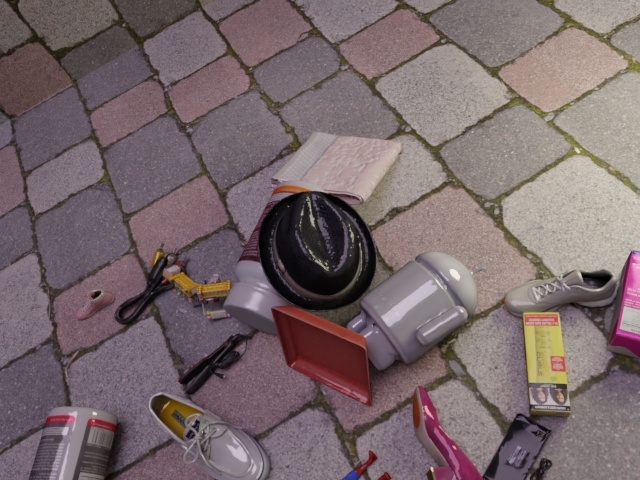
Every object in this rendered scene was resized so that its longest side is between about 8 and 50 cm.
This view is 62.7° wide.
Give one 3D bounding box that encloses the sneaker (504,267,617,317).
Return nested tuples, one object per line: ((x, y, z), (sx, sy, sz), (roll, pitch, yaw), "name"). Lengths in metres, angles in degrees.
((0.578, 0.113, 1.268), (0.262, 0.121, 0.099), (-13, 56, 10), "sneaker")

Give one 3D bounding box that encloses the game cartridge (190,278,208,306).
((-0.374, 0.162, 1.605), (0.056, 0.017, 0.083), (-16, 56, 4), "game cartridge")

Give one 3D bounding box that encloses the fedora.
((0.000, 0.000, 1.289), (0.334, 0.152, 0.334), (3, 67, -6), "fedora")

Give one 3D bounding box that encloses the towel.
((0.052, -0.235, 1.618), (0.317, 0.053, 0.332), (13, 43, 24), "towel")

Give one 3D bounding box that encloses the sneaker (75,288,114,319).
((-0.730, 0.197, 1.664), (0.134, 0.070, 0.051), (-30, 58, 0), "sneaker")

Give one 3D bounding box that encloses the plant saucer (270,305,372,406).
((0.015, 0.271, 1.281), (0.258, 0.259, 0.048), (19, 50, 27), "plant saucer")

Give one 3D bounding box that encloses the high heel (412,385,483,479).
((0.286, 0.447, 1.198), (0.117, 0.082, 0.244), (-1, 46, -9), "high heel")

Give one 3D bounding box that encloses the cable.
((-0.519, 0.151, 1.652), (0.139, 0.072, 0.287), (28, 83, 12), "cable")

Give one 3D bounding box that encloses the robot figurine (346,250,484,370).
((0.240, 0.163, 1.296), (0.353, 0.200, 0.300), (-36, 24, -6), "robot figurine")

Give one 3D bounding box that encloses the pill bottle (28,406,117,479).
((-0.638, 0.598, 1.328), (0.176, 0.176, 0.318), (-6, 58, 14), "pill bottle")

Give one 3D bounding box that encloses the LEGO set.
((-0.347, 0.159, 1.550), (0.287, 0.107, 0.132), (4, 31, 14), "LEGO set")

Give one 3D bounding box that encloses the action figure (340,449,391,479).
((0.016, 0.578, 1.161), (0.280, 0.139, 0.091), (-38, 55, -4), "action figure")

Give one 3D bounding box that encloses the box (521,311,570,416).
((0.522, 0.285, 1.219), (0.087, 0.058, 0.232), (-2, 59, 18), "box")

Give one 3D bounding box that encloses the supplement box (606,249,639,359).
((0.740, 0.151, 1.199), (0.114, 0.111, 0.220), (16, 67, 24), "supplement box")

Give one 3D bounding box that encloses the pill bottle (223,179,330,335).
((-0.101, 0.049, 1.462), (0.224, 0.224, 0.392), (13, 64, 24), "pill bottle")

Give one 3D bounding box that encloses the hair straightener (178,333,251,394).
((-0.279, 0.346, 1.453), (0.230, 0.047, 0.089), (-38, 56, -12), "hair straightener")

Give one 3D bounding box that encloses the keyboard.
((0.442, 0.482, 1.149), (0.108, 0.023, 0.180), (25, 71, 35), "keyboard")

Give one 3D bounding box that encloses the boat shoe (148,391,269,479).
((-0.294, 0.479, 1.301), (0.367, 0.156, 0.136), (27, 71, 30), "boat shoe")
